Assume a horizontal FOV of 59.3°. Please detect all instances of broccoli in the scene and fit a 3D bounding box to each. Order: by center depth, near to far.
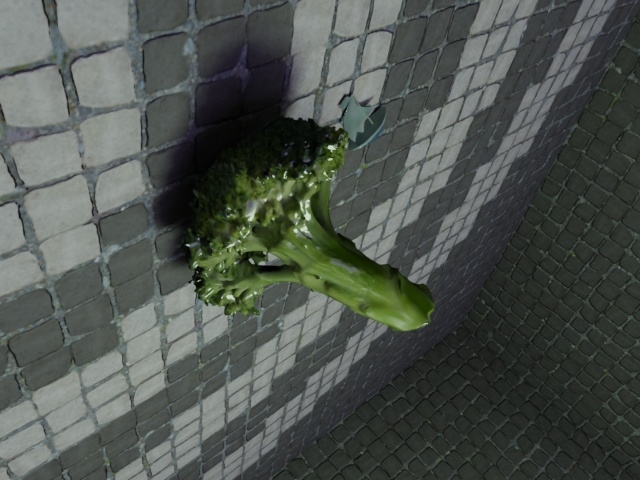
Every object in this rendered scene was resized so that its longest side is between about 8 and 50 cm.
[{"bbox_3d":[-0.005,-0.021,0.871,0.353,0.398,0.274,79,33,-53],"label":"broccoli"}]

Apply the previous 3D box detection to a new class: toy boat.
[{"bbox_3d":[0.074,-0.220,1.080,0.149,0.034,0.105,-4,129,-55],"label":"toy boat"}]
